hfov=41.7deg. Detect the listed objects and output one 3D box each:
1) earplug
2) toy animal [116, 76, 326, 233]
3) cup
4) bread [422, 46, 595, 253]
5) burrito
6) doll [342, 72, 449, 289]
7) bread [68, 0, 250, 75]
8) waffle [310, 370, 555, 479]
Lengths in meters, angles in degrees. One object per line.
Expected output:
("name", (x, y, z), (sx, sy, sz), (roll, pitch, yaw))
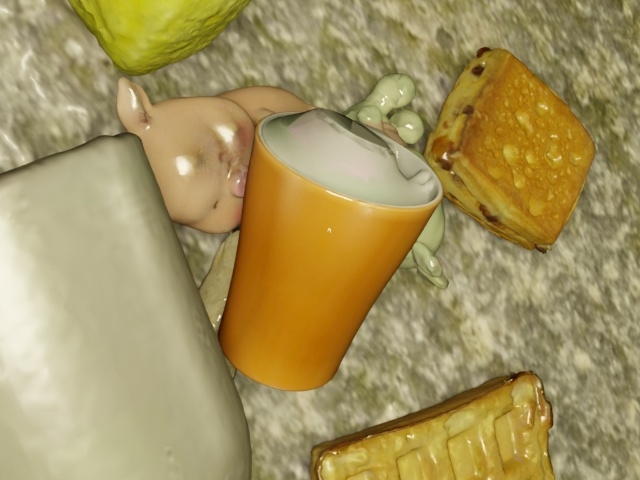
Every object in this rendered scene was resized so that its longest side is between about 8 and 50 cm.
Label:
("earplug", (-0.231, 0.142, 0.723), (0.312, 0.312, 0.394), (-25, 98, -27))
("toy animal", (-0.105, -0.094, 0.898), (0.250, 0.154, 0.167), (-14, 105, -46))
("cup", (0.000, 0.000, 0.838), (0.182, 0.226, 0.264), (23, 118, 3))
("bread", (0.247, -0.113, 1.116), (0.235, 0.099, 0.210), (38, 67, -23))
("burrito", (-0.111, 0.091, 0.932), (0.087, 0.060, 0.226), (29, 74, -28))
("doll", (0.080, -0.063, 0.984), (0.113, 0.155, 0.275), (-11, 58, 6))
("bread", (-0.160, -0.358, 0.799), (0.307, 0.348, 0.348), (39, 69, -8))
("waffle", (0.161, 0.345, 1.051), (0.348, 0.077, 0.304), (-14, 92, -28))
